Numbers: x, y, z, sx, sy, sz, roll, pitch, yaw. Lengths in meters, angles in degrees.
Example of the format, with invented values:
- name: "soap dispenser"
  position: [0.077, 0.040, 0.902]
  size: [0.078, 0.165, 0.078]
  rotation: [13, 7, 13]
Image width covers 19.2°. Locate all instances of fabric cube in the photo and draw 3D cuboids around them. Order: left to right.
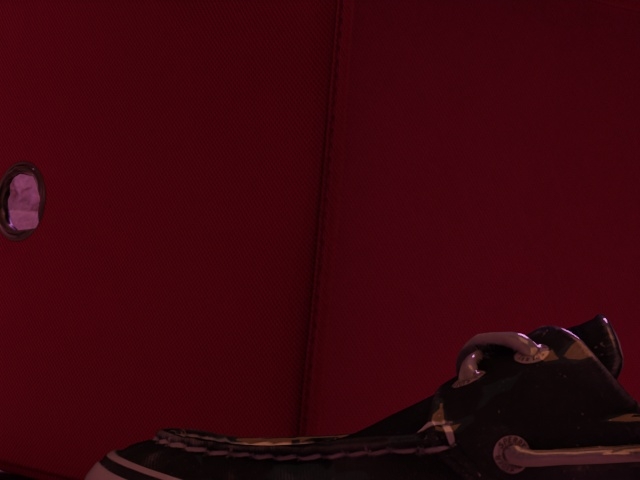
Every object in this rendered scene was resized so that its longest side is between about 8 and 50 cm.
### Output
- name: "fabric cube"
  position: [0.000, 0.000, 0.893]
  size: [0.259, 0.254, 0.258]
  rotation: [7, -1, -44]

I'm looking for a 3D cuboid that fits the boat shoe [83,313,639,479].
- name: "boat shoe"
  position: [0.074, 0.073, 0.607]
  size: [0.301, 0.102, 0.108]
  rotation: [5, -1, 5]
